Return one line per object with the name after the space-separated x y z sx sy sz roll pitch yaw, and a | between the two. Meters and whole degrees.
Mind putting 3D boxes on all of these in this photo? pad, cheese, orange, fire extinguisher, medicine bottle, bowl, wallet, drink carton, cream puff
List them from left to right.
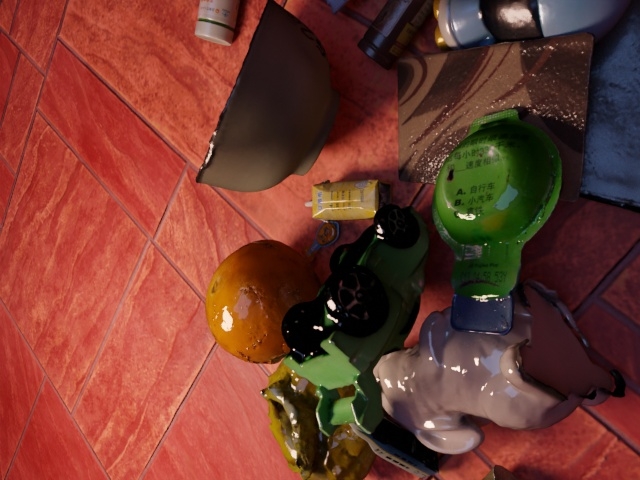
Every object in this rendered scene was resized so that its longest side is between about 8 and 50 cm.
-0.222 -0.542 1.062 0.086 0.086 0.183 21 104 31 | medicine bottle
-0.110 0.122 0.943 0.240 0.240 0.240 2 94 34 | orange
-0.082 -0.235 0.888 0.185 0.354 0.354 22 111 -15 | bowl
-0.011 0.348 0.918 0.281 0.185 0.282 0 91 31 | cream puff
0.001 0.000 0.987 0.111 0.017 0.047 -47 66 27 | cheese
0.037 -0.077 0.925 0.200 0.074 0.084 -1 92 32 | drink carton
0.153 -0.426 0.807 0.252 0.106 0.075 -52 32 24 | fire extinguisher
0.241 -0.185 0.737 0.330 0.004 0.220 16 116 50 | pad
0.235 -0.031 0.669 0.204 0.083 0.321 -6 74 51 | cheese
0.460 -0.230 0.650 0.190 0.046 0.379 19 102 30 | wallet

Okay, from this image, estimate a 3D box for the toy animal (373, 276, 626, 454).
0.239 0.222 0.762 0.258 0.194 0.357 45 135 -3 | toy animal

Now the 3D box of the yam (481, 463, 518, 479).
0.247 0.497 0.810 0.093 0.093 0.259 45 115 23 | yam

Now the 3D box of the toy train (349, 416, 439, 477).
0.114 0.343 0.822 0.051 0.234 0.052 -37 29 31 | toy train

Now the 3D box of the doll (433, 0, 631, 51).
0.305 -0.350 0.681 0.314 0.141 0.177 12 113 51 | doll

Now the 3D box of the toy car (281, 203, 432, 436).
0.068 0.109 0.770 0.176 0.359 0.213 41 145 -4 | toy car

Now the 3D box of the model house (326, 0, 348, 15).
0.055 -0.500 0.865 0.167 0.117 0.088 -34 78 27 | model house
